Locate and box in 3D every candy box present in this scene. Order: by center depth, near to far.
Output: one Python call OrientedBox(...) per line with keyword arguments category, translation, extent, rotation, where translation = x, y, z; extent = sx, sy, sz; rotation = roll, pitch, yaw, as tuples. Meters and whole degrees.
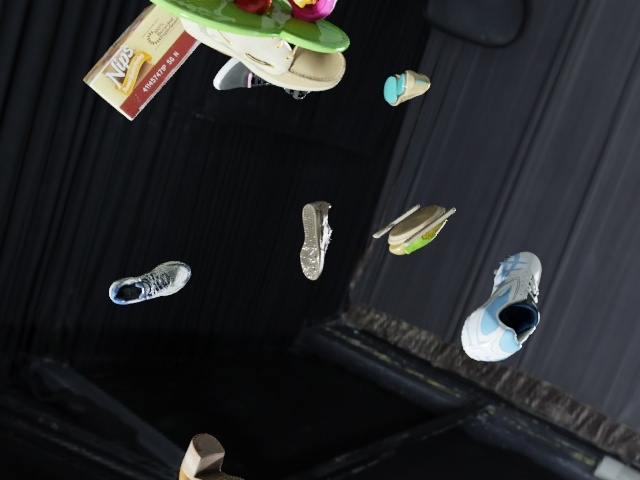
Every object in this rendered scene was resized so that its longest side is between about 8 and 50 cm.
OrientedBox(category="candy box", translation=(-0.305, -0.308, 1.205), extent=(0.087, 0.183, 0.316), rotation=(42, 177, -23))

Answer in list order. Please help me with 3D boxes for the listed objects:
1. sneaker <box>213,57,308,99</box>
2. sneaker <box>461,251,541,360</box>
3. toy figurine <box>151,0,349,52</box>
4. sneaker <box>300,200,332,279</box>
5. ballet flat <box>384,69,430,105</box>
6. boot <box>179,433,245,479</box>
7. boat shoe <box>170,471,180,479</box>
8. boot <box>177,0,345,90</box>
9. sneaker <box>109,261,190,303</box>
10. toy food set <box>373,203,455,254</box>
OrientedBox(category="sneaker", translation=(-0.115, -0.417, 1.811), extent=(0.147, 0.295, 0.104), rotation=(57, 159, 13))
OrientedBox(category="sneaker", translation=(0.273, 0.089, 0.991), extent=(0.086, 0.085, 0.237), rotation=(-7, -156, 36))
OrientedBox(category="toy figurine", translation=(-0.036, -0.243, 0.524), extent=(0.173, 0.159, 0.130), rotation=(20, -148, -2))
OrientedBox(category="sneaker", translation=(0.000, 0.000, 1.675), extent=(0.071, 0.189, 0.066), rotation=(-17, -152, -40))
OrientedBox(category="ballet flat", translation=(0.217, -0.379, 1.793), extent=(0.073, 0.080, 0.232), rotation=(1, -172, -8))
OrientedBox(category="boot", translation=(-0.151, 0.391, 1.002), extent=(0.072, 0.152, 0.197), rotation=(4, -153, -26))
OrientedBox(category="boat shoe", translation=(-0.292, 0.614, 1.565), extent=(0.110, 0.105, 0.307), rotation=(4, -166, -1))
OrientedBox(category="boot", translation=(-0.052, -0.298, 0.980), extent=(0.262, 0.095, 0.203), rotation=(23, 169, -20))
OrientedBox(category="sneaker", translation=(-0.273, 0.074, 1.145), extent=(0.135, 0.052, 0.058), rotation=(-21, -172, -6))
OrientedBox(category="toy food set", translation=(0.182, -0.019, 1.350), extent=(0.039, 0.132, 0.192), rotation=(57, 172, -12))
